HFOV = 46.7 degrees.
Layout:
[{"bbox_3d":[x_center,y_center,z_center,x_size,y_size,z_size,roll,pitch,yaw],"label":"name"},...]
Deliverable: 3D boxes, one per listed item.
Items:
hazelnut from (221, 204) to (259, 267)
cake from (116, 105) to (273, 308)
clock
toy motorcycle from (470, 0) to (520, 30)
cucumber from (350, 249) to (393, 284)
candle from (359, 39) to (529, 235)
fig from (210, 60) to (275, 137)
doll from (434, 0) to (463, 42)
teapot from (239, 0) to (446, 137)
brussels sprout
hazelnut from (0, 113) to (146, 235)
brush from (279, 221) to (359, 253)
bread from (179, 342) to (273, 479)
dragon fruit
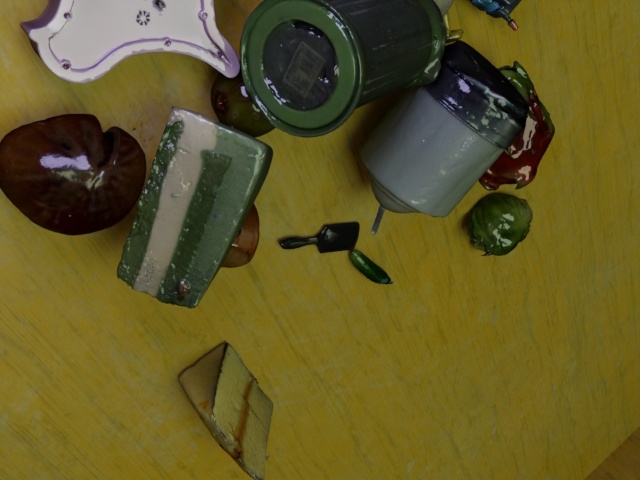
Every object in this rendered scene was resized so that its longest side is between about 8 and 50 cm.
[{"bbox_3d":[-0.174,-0.027,1.235,0.150,0.150,0.150,-18,124,-28],"label":"hazelnut"},{"bbox_3d":[-0.189,-0.055,1.086,0.158,0.172,0.283,24,73,-2],"label":"cake"},{"bbox_3d":[-0.243,-0.315,1.045,0.290,0.080,0.275,34,93,-38],"label":"clock"},{"bbox_3d":[0.387,-0.527,1.388,0.182,0.123,0.272,42,85,-21],"label":"toy motorcycle"},{"bbox_3d":[0.109,0.065,1.561,0.037,0.037,0.155,-53,132,0],"label":"cucumber"},{"bbox_3d":[0.205,-0.175,1.356,0.221,0.221,0.342,18,121,-41],"label":"candle"},{"bbox_3d":[-0.071,-0.229,1.218,0.236,0.124,0.124,-6,119,-47],"label":"fig"},{"bbox_3d":[0.178,-0.508,1.251,0.160,0.094,0.365,-25,128,-28],"label":"doll"},{"bbox_3d":[0.033,-0.315,1.151,0.337,0.270,0.200,-34,160,-50],"label":"teapot"},{"bbox_3d":[0.414,-0.039,1.695,0.181,0.100,0.139,-24,108,-11],"label":"brussels sprout"},{"bbox_3d":[-0.350,-0.092,1.043,0.204,0.178,0.178,21,101,-32],"label":"hazelnut"},{"bbox_3d":[0.000,0.000,1.456,0.193,0.016,0.063,-6,117,-34],"label":"brush"},{"bbox_3d":[-0.148,0.341,1.430,0.135,0.178,0.240,-36,129,-13],"label":"bread"},{"bbox_3d":[0.364,-0.225,1.505,0.200,0.198,0.269,-31,134,15],"label":"dragon fruit"}]
